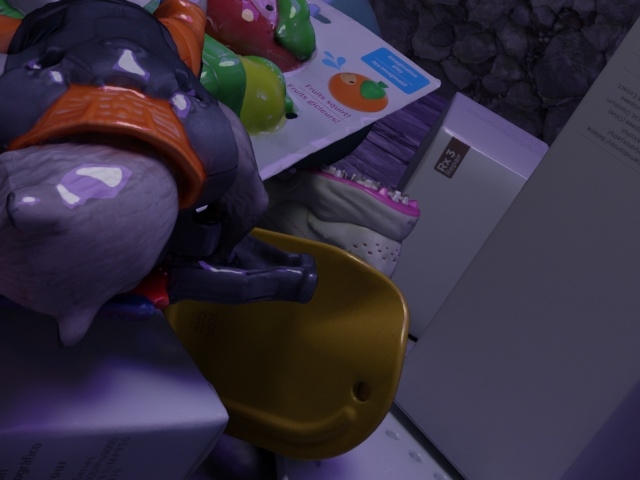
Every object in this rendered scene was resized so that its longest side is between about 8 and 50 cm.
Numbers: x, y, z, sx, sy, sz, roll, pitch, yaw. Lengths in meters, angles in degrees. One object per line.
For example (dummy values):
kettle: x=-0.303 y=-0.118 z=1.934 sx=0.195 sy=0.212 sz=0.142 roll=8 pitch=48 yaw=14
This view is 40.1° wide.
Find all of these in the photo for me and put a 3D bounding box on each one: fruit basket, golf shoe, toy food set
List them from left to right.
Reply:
fruit basket: x=-0.111 y=-0.179 z=0.764 sx=0.327 sy=0.165 sz=0.353 roll=40 pitch=52 yaw=21
toy food set: x=-0.034 y=0.056 z=0.557 sx=0.218 sy=0.128 sz=0.071 roll=14 pitch=4 yaw=30
golf shoe: x=-0.046 y=-0.011 z=0.843 sx=0.115 sy=0.140 sz=0.306 roll=13 pitch=2 yaw=-42

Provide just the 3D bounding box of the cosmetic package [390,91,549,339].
cosmetic package: x=0.165 y=-0.039 z=1.060 sx=0.156 sy=0.217 sz=0.385 roll=31 pitch=20 yaw=1

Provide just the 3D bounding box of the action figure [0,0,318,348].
action figure: x=-0.162 y=-0.082 z=0.436 sx=0.341 sy=0.178 sz=0.330 roll=3 pitch=36 yaw=-26

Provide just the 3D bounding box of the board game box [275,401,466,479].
board game box: x=0.139 y=0.237 z=0.569 sx=0.390 sy=0.050 sz=0.390 roll=25 pitch=20 yaw=-17

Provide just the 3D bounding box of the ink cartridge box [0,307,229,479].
ink cartridge box: x=-0.273 y=0.011 z=0.437 sx=0.385 sy=0.091 sz=0.308 roll=11 pitch=30 yaw=-48

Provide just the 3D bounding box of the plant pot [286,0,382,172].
plant pot: x=-0.101 y=-0.188 z=0.998 sx=0.290 sy=0.290 sz=0.195 roll=37 pitch=41 yaw=17

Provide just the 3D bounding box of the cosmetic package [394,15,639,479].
cosmetic package: x=0.236 y=0.017 z=0.625 sx=0.197 sy=0.365 sz=0.155 roll=10 pitch=29 yaw=-51
